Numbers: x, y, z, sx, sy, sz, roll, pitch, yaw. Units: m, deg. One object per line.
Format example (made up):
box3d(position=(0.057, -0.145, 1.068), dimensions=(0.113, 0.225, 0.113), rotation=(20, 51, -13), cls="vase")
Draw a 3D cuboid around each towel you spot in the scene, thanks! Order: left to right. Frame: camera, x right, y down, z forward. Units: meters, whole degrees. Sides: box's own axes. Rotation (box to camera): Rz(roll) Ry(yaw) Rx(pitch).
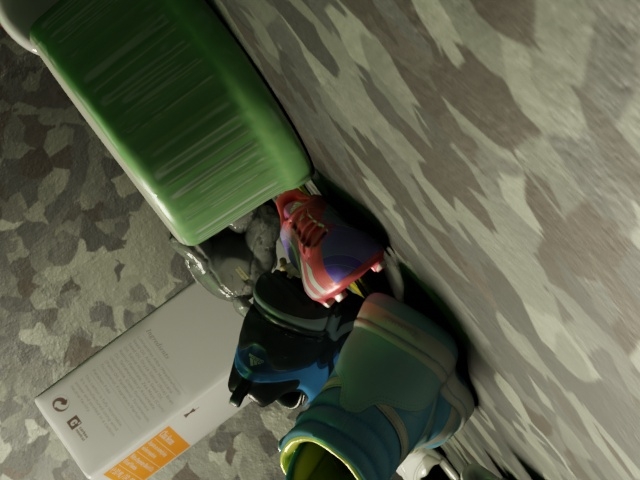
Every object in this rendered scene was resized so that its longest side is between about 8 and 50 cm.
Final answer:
box3d(position=(0.003, -0.002, 1.751), dimensions=(0.237, 0.021, 0.102), rotation=(56, 173, -27), cls="towel")

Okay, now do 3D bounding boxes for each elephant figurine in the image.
box3d(position=(-0.128, -0.010, 2.234), dimensions=(0.169, 0.186, 0.239), rotation=(29, -176, -7), cls="elephant figurine")

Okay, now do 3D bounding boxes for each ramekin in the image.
box3d(position=(-0.154, -0.140, 1.532), dimensions=(0.303, 0.148, 0.303), rotation=(53, 175, 7), cls="ramekin")

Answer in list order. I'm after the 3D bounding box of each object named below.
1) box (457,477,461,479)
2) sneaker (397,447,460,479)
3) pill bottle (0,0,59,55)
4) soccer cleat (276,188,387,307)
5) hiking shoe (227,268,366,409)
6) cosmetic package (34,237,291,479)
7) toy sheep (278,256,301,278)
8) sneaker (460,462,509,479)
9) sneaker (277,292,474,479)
box3d(position=(0.189, 0.420, 2.136), dimensions=(0.093, 0.156, 0.158), rotation=(49, 174, 29), cls="box")
box3d(position=(0.185, 0.399, 2.416), dimensions=(0.115, 0.090, 0.232), rotation=(41, 168, 52), cls="sneaker")
box3d(position=(-0.299, -0.290, 1.753), dimensions=(0.161, 0.161, 0.283), rotation=(55, 174, -15), cls="pill bottle")
box3d(position=(0.000, 0.000, 1.485), dimensions=(0.095, 0.083, 0.248), rotation=(54, 178, -8), cls="soccer cleat")
box3d(position=(-0.012, 0.109, 1.617), dimensions=(0.113, 0.132, 0.304), rotation=(31, -173, 25), cls="hiking shoe")
box3d(position=(-0.197, 0.195, 2.419), dimensions=(0.161, 0.453, 0.230), rotation=(51, 175, 17), cls="cosmetic package")
box3d(position=(-0.028, 0.066, 2.153), dimensions=(0.091, 0.091, 0.132), rotation=(54, -172, -7), cls="toy sheep")
box3d(position=(0.214, 0.325, 1.729), dimensions=(0.095, 0.090, 0.235), rotation=(66, 170, -14), cls="sneaker")
box3d(position=(0.047, 0.191, 1.508), dimensions=(0.127, 0.208, 0.319), rotation=(28, 165, 21), cls="sneaker")
